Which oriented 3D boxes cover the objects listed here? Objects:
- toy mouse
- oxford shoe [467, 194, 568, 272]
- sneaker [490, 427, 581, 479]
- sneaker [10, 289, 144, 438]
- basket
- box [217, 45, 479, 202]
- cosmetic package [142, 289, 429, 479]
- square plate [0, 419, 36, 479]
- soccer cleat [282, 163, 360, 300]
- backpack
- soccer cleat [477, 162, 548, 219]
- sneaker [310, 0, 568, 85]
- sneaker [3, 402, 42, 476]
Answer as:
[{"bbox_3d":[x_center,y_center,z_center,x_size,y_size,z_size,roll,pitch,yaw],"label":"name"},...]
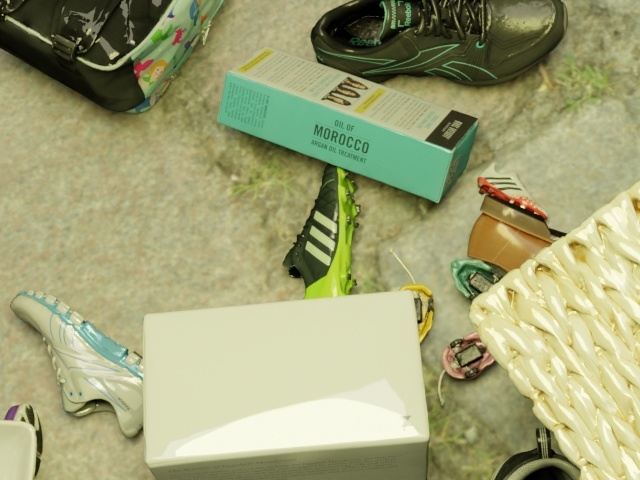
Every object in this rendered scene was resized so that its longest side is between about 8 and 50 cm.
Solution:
[{"bbox_3d":[0.144,0.077,1.272,0.143,0.031,0.161,-7,70,10],"label":"toy mouse"},{"bbox_3d":[0.243,0.032,1.285,0.212,0.076,0.076,25,99,12],"label":"oxford shoe"},{"bbox_3d":[0.183,0.291,1.104,0.101,0.153,0.268,-1,64,3],"label":"sneaker"},{"bbox_3d":[-0.232,0.119,1.264,0.191,0.071,0.083,32,76,18],"label":"sneaker"},{"bbox_3d":[0.326,0.121,1.039,0.266,0.331,0.328,-35,72,7],"label":"basket"},{"bbox_3d":[0.028,-0.121,1.343,0.244,0.060,0.100,21,30,14],"label":"box"},{"bbox_3d":[-0.024,0.155,1.144,0.224,0.224,0.138,-5,64,1],"label":"cosmetic package"},{"bbox_3d":[-0.422,0.323,1.146,0.347,0.049,0.344,2,80,4],"label":"square plate"},{"bbox_3d":[0.000,0.000,1.314,0.072,0.060,0.179,-5,63,15],"label":"soccer cleat"},{"bbox_3d":[-0.213,-0.275,1.385,0.225,0.191,0.253,29,76,14],"label":"backpack"},{"bbox_3d":[0.197,-0.049,1.339,0.083,0.029,0.035,30,74,22],"label":"soccer cleat"},{"bbox_3d":[0.118,-0.211,1.357,0.267,0.106,0.101,-8,78,12],"label":"sneaker"},{"bbox_3d":[-0.313,0.224,1.219,0.071,0.068,0.170,16,67,18],"label":"sneaker"}]
